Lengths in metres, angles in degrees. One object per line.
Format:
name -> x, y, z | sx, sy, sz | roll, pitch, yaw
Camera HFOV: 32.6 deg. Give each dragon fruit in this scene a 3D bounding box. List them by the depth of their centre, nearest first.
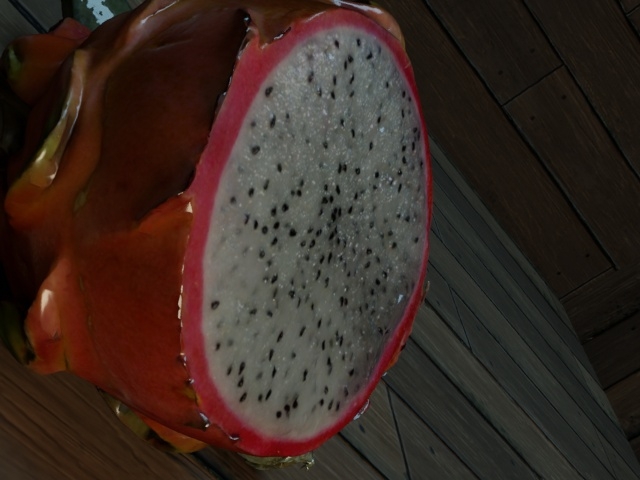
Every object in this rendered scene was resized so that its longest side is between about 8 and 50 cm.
dragon fruit -> -0.084, -0.023, 0.694 | 0.305, 0.226, 0.305 | -22, 116, -56

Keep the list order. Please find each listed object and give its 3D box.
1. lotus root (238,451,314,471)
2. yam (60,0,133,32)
lotus root -> -0.055, 0.104, 0.830 | 0.165, 0.088, 0.088 | 50, 13, 17
yam -> -0.149, -0.101, 0.917 | 0.259, 0.106, 0.106 | 54, 15, -7
